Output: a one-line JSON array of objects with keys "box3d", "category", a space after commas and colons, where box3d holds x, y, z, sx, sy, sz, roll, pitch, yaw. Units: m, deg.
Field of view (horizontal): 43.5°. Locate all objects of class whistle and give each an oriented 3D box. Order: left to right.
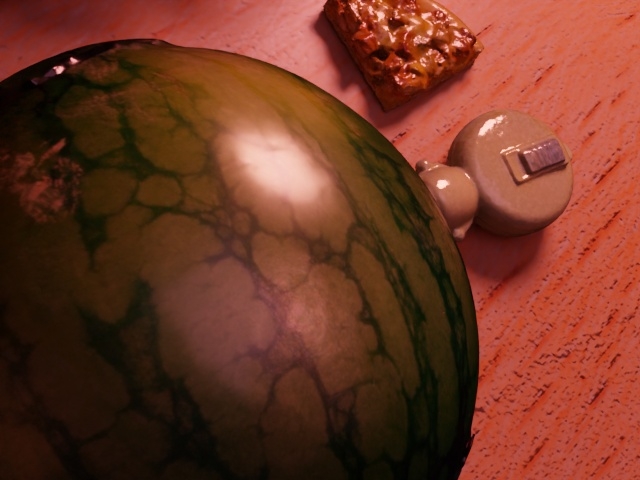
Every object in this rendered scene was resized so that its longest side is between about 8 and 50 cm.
[{"box3d": [0.142, -0.051, 0.751, 0.258, 0.067, 0.126, -21, 79, -22], "category": "whistle"}]

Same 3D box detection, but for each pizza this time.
[{"box3d": [0.087, -0.193, 0.788, 0.175, 0.046, 0.134, 7, 70, -18], "category": "pizza"}]

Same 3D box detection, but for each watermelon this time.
[{"box3d": [-0.074, 0.056, 0.490, 0.364, 0.363, 0.363, 6, 70, -18], "category": "watermelon"}]
